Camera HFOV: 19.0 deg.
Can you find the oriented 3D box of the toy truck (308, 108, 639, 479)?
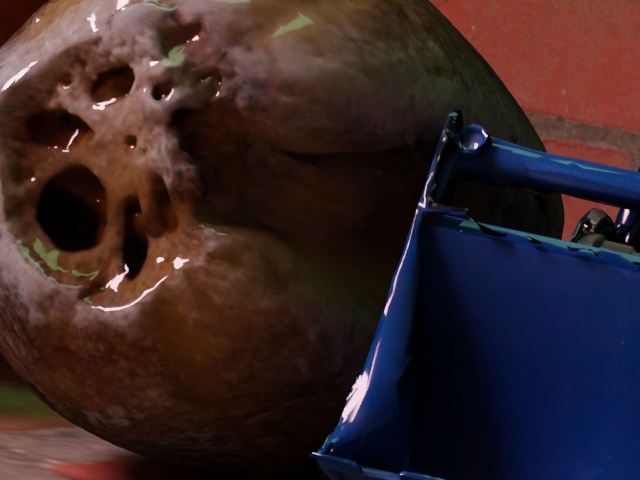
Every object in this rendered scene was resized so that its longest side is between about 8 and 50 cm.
[{"bbox_3d":[0.090,0.034,0.523,0.113,0.126,0.208,12,3,22],"label":"toy truck"}]

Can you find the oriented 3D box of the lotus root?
[{"bbox_3d":[0.000,0.000,0.619,0.140,0.158,0.322,11,-6,25],"label":"lotus root"}]

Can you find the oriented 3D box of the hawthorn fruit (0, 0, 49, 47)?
[{"bbox_3d":[-0.181,-0.154,0.832,0.210,0.210,0.262,12,35,8],"label":"hawthorn fruit"}]
